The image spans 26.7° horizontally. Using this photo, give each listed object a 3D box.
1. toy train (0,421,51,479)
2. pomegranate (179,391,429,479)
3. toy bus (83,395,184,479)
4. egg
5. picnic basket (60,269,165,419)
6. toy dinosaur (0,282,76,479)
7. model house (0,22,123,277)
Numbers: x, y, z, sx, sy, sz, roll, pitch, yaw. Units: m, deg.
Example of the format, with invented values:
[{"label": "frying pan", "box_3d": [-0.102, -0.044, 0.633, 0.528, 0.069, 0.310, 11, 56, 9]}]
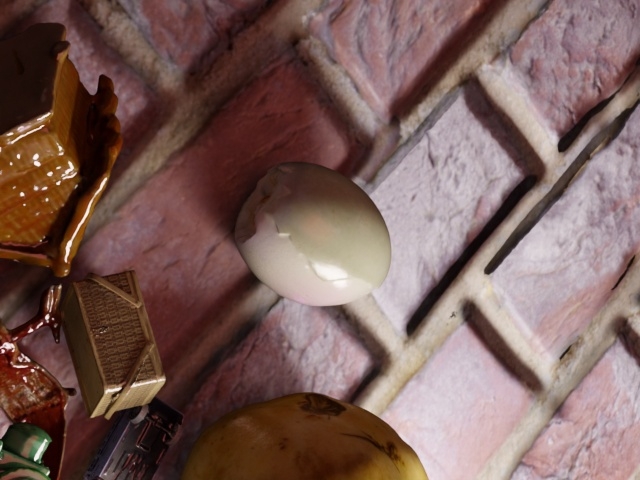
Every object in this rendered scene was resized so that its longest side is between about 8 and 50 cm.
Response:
[{"label": "toy train", "box_3d": [-0.407, 0.312, 1.489, 0.202, 0.145, 0.266, 28, 83, -18]}, {"label": "pomegranate", "box_3d": [-0.020, 0.359, 1.729, 0.333, 0.332, 0.332, 0, 90, -32]}, {"label": "toy bus", "box_3d": [-0.244, 0.277, 1.704, 0.073, 0.076, 0.167, 40, 68, -28]}, {"label": "egg", "box_3d": [0.000, 0.000, 1.793, 0.217, 0.183, 0.183, 31, 74, -19]}, {"label": "picnic basket", "box_3d": [-0.255, 0.126, 1.643, 0.079, 0.115, 0.164, -11, 72, -25]}, {"label": "toy dinosaur", "box_3d": [-0.385, 0.151, 1.575, 0.207, 0.113, 0.327, -4, 116, -17]}, {"label": "model house", "box_3d": [-0.341, -0.098, 1.603, 0.220, 0.199, 0.229, -17, 132, 7]}]
